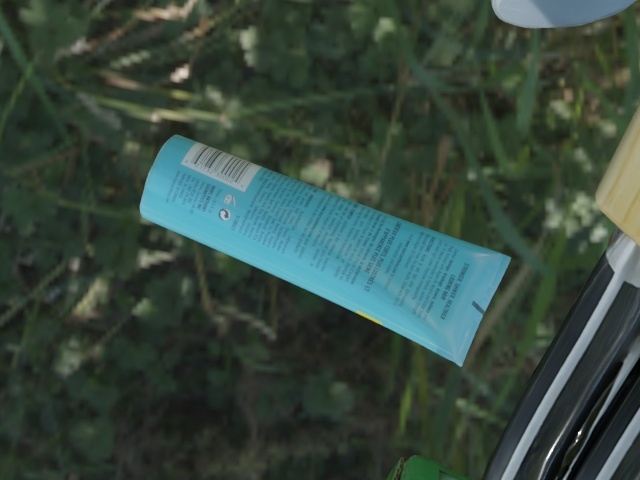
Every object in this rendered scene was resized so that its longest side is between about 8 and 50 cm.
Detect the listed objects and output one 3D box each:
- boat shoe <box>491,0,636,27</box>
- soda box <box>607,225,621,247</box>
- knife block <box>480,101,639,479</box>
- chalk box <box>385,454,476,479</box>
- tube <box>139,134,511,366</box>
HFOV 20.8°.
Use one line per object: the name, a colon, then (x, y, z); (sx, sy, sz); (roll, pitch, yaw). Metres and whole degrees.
boat shoe: (0.197, -0.262, 0.984); (0.136, 0.156, 0.367); (1, 162, -18)
soda box: (0.215, 0.034, 1.061); (0.083, 0.092, 0.263); (8, 175, 7)
knife block: (0.111, -0.030, 0.316); (0.242, 0.088, 0.276); (-8, 97, 47)
chalk box: (0.066, 0.211, 0.630); (0.180, 0.179, 0.289); (27, 114, -3)
tube: (0.000, 0.000, 1.001); (0.207, 0.080, 0.052); (22, 152, 9)
